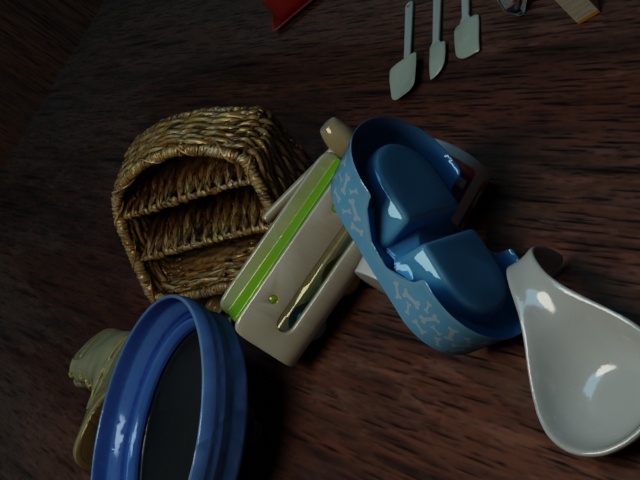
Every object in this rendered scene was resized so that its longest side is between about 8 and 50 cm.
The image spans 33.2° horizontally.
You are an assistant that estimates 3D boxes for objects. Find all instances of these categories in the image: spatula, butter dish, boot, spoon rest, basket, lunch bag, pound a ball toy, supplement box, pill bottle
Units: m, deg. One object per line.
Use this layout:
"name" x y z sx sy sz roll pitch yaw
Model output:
"spatula" 0.177 -0.333 1.676 0.168 0.019 0.242 -32 37 35
"butter dish" -0.070 -0.521 2.107 0.160 0.118 0.160 -33 37 32
"boot" -0.360 0.255 1.777 0.203 0.095 0.262 -8 53 51
"spoon rest" 0.250 0.099 1.078 0.137 0.084 0.276 -44 34 18
"basket" -0.185 -0.058 1.668 0.299 0.213 0.223 -12 48 31
"lunch bag" 0.262 -0.366 1.526 0.053 0.083 0.071 -30 35 11
"pound a ball toy" 0.000 0.000 1.497 0.319 0.135 0.208 -55 19 1
"supplement box" 0.321 -0.338 1.398 0.036 0.098 0.062 -28 40 37
"pill bottle" 0.124 -0.024 1.358 0.108 0.108 0.193 16 73 58

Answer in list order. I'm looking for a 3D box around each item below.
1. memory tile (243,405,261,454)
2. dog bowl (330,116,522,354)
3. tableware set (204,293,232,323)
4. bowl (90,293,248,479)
"memory tile" -0.143 0.291 1.520 0.148 0.012 0.113 -49 31 10
"dog bowl" 0.119 -0.001 1.220 0.074 0.166 0.297 -46 69 41
"tableware set" -0.138 0.107 1.684 0.168 0.020 0.141 -43 33 19
"bowl" -0.212 0.273 1.477 0.391 0.077 0.391 -38 44 49
